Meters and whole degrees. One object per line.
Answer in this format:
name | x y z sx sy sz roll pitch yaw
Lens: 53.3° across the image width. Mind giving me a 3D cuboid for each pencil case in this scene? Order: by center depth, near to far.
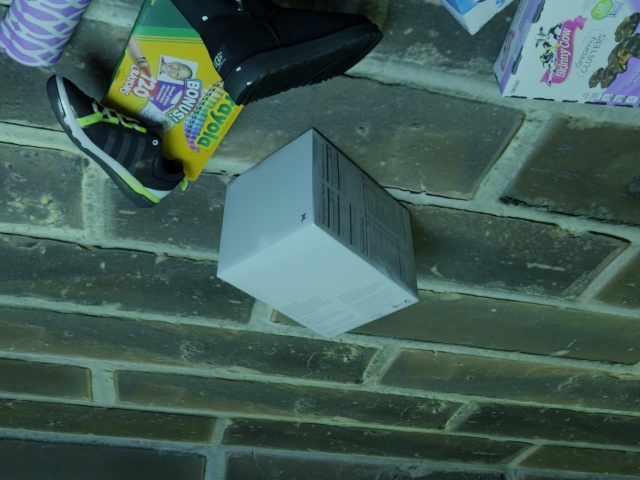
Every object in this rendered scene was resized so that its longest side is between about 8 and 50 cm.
pencil case | -0.322 -0.301 0.757 0.088 0.086 0.206 47 127 -2

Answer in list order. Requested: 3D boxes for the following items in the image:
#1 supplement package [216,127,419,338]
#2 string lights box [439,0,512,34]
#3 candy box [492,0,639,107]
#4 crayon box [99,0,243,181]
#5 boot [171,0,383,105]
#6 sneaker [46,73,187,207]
supplement package | 0.000 0.000 1.047 0.199 0.198 0.263 -28 135 31
string lights box | 0.151 -0.337 0.634 0.133 0.076 0.260 -38 150 12
candy box | 0.347 -0.262 0.824 0.197 0.070 0.164 3 142 -6
crayon box | -0.190 -0.215 0.865 0.166 0.081 0.278 20 137 -24
boot | -0.060 -0.280 0.735 0.247 0.207 0.094 -29 176 -38
sneaker | -0.261 -0.142 0.850 0.097 0.084 0.234 -32 138 2
